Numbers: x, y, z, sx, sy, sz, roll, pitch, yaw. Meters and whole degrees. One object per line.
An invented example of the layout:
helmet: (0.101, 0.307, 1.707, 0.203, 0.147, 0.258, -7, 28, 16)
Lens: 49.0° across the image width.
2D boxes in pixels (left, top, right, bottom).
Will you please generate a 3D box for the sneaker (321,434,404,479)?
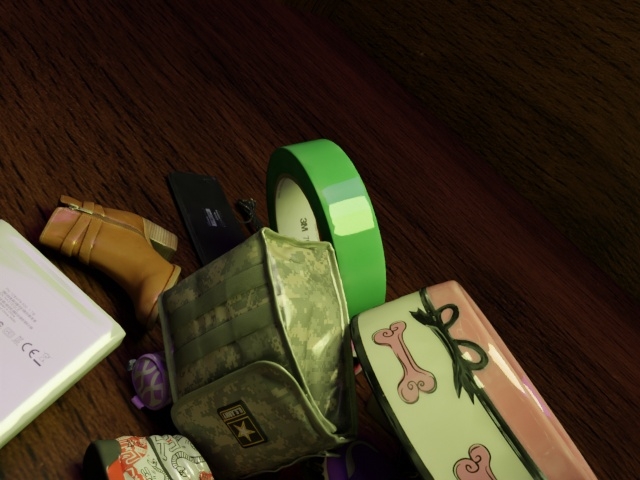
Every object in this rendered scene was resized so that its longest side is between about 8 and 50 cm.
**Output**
sneaker: (0.121, 0.354, 0.852, 0.102, 0.146, 0.293, -22, 73, -39)

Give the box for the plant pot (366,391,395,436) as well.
plant pot: (0.147, 0.289, 1.277, 0.109, 0.096, 0.109, 41, 28, 13)

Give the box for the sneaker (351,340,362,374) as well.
sneaker: (0.045, 0.200, 1.320, 0.111, 0.103, 0.252, 59, 28, 10)

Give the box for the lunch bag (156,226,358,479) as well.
lunch bag: (-0.083, 0.166, 0.943, 0.168, 0.235, 0.287, 12, 57, -47)

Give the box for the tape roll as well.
tape roll: (0.000, 0.000, 1.141, 0.077, 0.321, 0.321, -15, 49, -19)

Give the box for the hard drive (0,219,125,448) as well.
hard drive: (-0.437, 0.144, 0.823, 0.233, 0.047, 0.353, 42, 44, 3)

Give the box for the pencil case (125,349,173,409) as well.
pencil case: (-0.188, 0.201, 1.070, 0.206, 0.088, 0.086, -5, 36, -48)

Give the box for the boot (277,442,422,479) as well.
boot: (0.077, 0.382, 1.021, 0.284, 0.138, 0.378, 26, 37, -15)

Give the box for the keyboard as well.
keyboard: (-0.201, -0.035, 1.492, 0.201, 0.033, 0.317, 6, 40, -34)

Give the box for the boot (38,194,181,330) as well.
boot: (-0.348, 0.024, 1.155, 0.220, 0.109, 0.284, 23, 28, -22)

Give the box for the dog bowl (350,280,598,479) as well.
dog bowl: (0.215, 0.230, 0.931, 0.408, 0.150, 0.408, 52, 9, -11)

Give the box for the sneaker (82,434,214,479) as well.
sneaker: (-0.180, 0.348, 0.845, 0.144, 0.090, 0.270, 4, 37, -39)
